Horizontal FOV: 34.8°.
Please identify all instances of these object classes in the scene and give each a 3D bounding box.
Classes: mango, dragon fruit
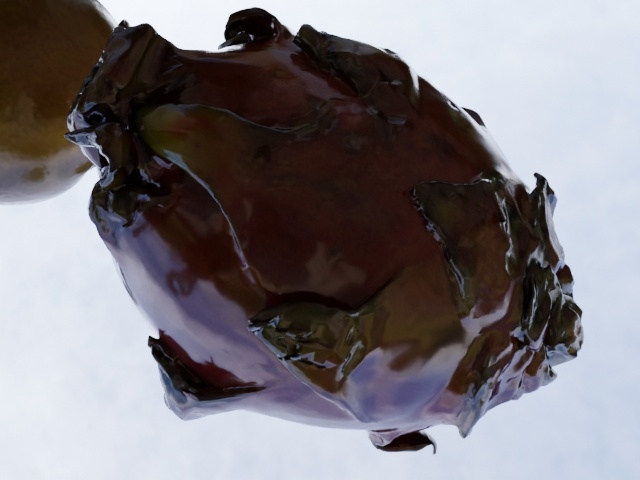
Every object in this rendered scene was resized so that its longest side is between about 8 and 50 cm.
[{"bbox_3d":[-0.377,-0.181,1.070,0.378,0.221,0.263,23,-86,-4],"label":"mango"},{"bbox_3d":[-0.004,-0.001,0.612,0.315,0.250,0.250,14,-127,-28],"label":"dragon fruit"}]
